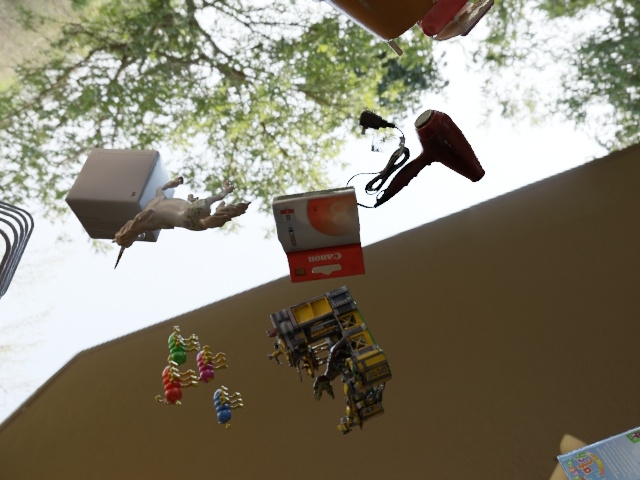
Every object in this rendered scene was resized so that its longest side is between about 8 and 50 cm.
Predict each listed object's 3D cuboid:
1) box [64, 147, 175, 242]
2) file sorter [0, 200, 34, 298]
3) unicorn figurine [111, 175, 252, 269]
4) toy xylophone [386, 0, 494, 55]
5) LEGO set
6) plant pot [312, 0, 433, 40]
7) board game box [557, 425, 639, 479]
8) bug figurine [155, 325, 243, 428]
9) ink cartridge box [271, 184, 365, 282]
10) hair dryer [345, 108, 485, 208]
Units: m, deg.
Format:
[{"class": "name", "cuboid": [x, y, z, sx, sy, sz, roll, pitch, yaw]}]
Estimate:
[{"class": "box", "cuboid": [-0.272, -0.063, 0.694, 0.101, 0.087, 0.102, 3, -126, 5]}, {"class": "file sorter", "cuboid": [-0.555, 0.023, 0.742, 0.277, 0.173, 0.193, 20, -93, 65]}, {"class": "unicorn figurine", "cuboid": [-0.171, -0.031, 0.591, 0.161, 0.060, 0.111, -9, -151, 31]}, {"class": "toy xylophone", "cuboid": [0.163, -0.490, 0.927, 0.236, 0.322, 0.081, -57, -168, -14]}, {"class": "LEGO set", "cuboid": [0.005, 0.261, 1.018, 0.192, 0.331, 0.255, -20, -116, -11]}, {"class": "plant pot", "cuboid": [0.085, -0.436, 0.807, 0.205, 0.188, 0.205, -34, -143, 31]}, {"class": "board game box", "cuboid": [0.509, 0.367, 0.795, 0.211, 0.039, 0.160, -26, -172, 12]}, {"class": "bug figurine", "cuboid": [-0.304, 0.338, 1.234, 0.072, 0.279, 0.216, -31, -133, 10]}, {"class": "ink cartridge box", "cuboid": [0.000, 0.000, 0.879, 0.145, 0.179, 0.045, -7, -155, 4]}, {"class": "hair dryer", "cuboid": [0.206, -0.171, 1.062, 0.293, 0.224, 0.080, 5, -141, 0]}]
